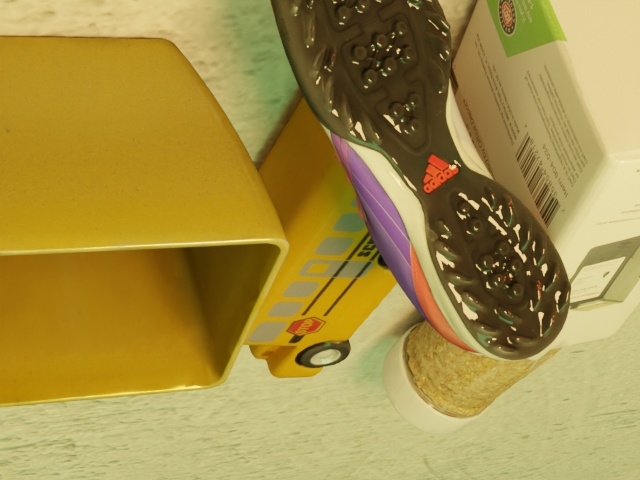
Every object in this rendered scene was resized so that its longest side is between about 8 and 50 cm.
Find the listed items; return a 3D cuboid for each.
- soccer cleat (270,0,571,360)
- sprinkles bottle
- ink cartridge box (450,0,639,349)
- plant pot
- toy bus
[{"bbox_3d":[0.045,-0.063,0.761,0.109,0.318,0.116,-35,-168,-21],"label":"soccer cleat"},{"bbox_3d":[0.194,0.071,1.183,0.121,0.121,0.355,3,146,-29],"label":"sprinkles bottle"},{"bbox_3d":[0.175,-0.066,0.847,0.115,0.198,0.273,-8,151,-14],"label":"ink cartridge box"},{"bbox_3d":[-0.161,-0.020,0.792,0.212,0.187,0.212,-2,150,-19],"label":"plant pot"},{"bbox_3d":[0.000,0.000,0.981,0.130,0.108,0.332,2,148,-26],"label":"toy bus"}]
